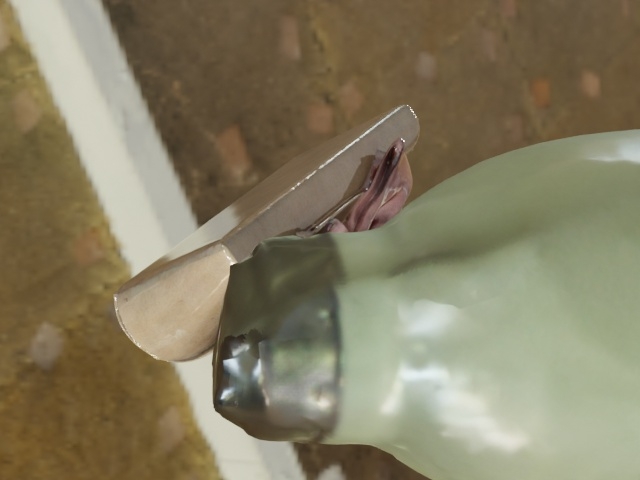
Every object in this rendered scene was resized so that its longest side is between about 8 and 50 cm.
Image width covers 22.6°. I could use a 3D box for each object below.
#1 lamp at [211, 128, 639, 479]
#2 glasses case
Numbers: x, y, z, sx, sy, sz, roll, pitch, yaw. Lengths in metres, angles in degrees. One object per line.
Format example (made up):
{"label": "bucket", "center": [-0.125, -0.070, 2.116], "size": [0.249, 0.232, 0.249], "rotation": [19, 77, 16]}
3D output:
{"label": "lamp", "center": [0.094, 0.021, 0.409], "size": [0.250, 0.101, 0.101], "rotation": [-1, -91, -12]}
{"label": "glasses case", "center": [0.000, 0.000, 0.786], "size": [0.070, 0.102, 0.193], "rotation": [59, -142, -7]}
